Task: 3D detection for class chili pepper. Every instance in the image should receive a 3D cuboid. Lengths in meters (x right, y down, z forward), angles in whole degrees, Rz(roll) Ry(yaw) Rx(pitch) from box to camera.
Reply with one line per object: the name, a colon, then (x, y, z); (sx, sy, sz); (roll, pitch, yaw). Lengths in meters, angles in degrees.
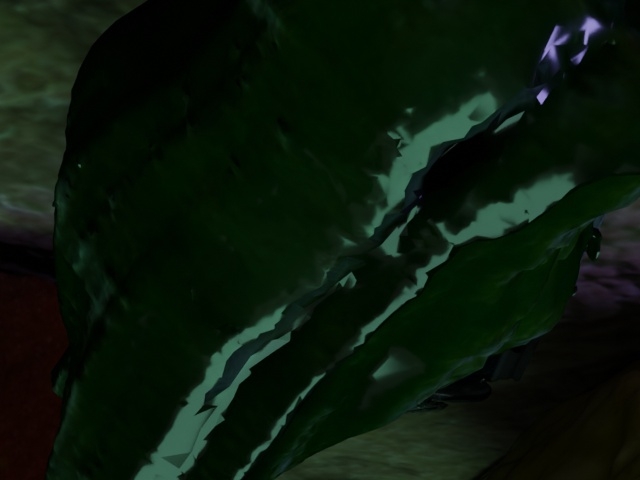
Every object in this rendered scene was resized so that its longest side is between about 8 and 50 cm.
chili pepper: (-0.009, -0.006, 0.581); (0.213, 0.167, 0.385); (-26, 164, -44)

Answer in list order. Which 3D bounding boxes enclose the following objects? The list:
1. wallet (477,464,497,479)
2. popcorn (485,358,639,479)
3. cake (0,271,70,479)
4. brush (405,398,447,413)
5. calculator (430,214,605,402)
wallet: (0.172, 0.184, 1.119); (0.155, 0.039, 0.110); (11, 151, -13)
popcorn: (0.210, 0.239, 0.857); (0.344, 0.354, 0.390); (-36, -179, 2)
cake: (-0.163, 0.102, 0.882); (0.283, 0.151, 0.177); (9, 165, 3)
brush: (-0.037, 0.102, 1.004); (0.218, 0.010, 0.082); (-8, 167, 30)
calculator: (0.035, 0.014, 0.800); (0.166, 0.028, 0.274); (6, 154, -1)
